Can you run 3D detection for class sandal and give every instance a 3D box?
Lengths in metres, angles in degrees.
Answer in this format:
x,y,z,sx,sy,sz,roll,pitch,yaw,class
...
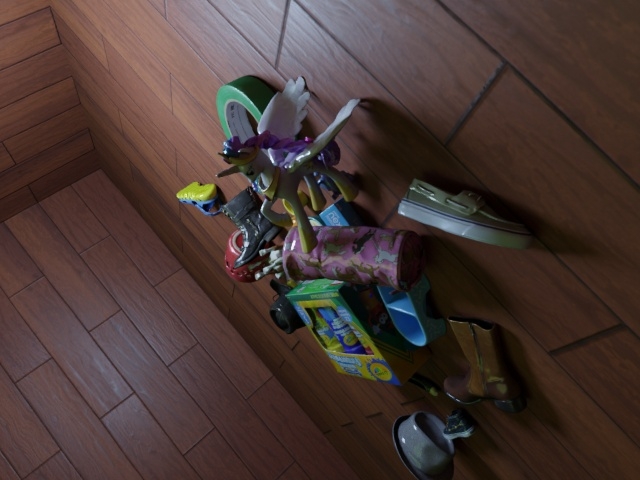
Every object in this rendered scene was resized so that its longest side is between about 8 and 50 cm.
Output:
x,y,z,sx,sy,sz,roll,pitch,yaw,class
-0.543,-0.181,2.357,0.317,0.126,0.138,18,142,53,sandal

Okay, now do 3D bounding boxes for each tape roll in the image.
x,y,z,sx,sy,sz,roll,pitch,yaw,class
-0.192,-0.333,1.584,0.321,0.077,0.321,43,154,27,tape roll

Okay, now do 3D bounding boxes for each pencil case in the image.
x,y,z,sx,sy,sz,roll,pitch,yaw,class
0.081,0.046,1.409,0.386,0.167,0.160,5,167,32,pencil case

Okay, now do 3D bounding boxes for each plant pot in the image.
x,y,z,sx,sy,sz,roll,pitch,yaw,class
-0.305,0.054,2.173,0.191,0.191,0.174,41,148,23,plant pot

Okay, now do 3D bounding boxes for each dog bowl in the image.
x,y,z,sx,sy,sz,roll,pitch,yaw,class
0.256,0.184,1.517,0.166,0.074,0.297,13,134,54,dog bowl

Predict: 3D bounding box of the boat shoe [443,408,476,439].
x,y,z,sx,sy,sz,roll,pitch,yaw,class
0.456,0.622,1.775,0.083,0.065,0.183,56,154,12,boat shoe

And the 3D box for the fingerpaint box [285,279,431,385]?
x,y,z,sx,sy,sz,roll,pitch,yaw,class
0.110,0.287,1.795,0.371,0.163,0.445,56,155,-8,fingerpaint box

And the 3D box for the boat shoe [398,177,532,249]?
x,y,z,sx,sy,sz,roll,pitch,yaw,class
0.298,-0.059,1.096,0.302,0.109,0.094,22,99,36,boat shoe

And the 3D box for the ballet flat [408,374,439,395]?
x,y,z,sx,sy,sz,roll,pitch,yaw,class
0.341,0.501,1.818,0.173,0.049,0.057,20,141,49,ballet flat

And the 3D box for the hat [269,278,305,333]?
x,y,z,sx,sy,sz,roll,pitch,yaw,class
-0.121,0.310,2.157,0.331,0.134,0.331,34,159,15,hat

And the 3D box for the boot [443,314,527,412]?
x,y,z,sx,sy,sz,roll,pitch,yaw,class
0.405,0.333,1.434,0.264,0.096,0.280,2,125,59,boot

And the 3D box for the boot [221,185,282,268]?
x,y,z,sx,sy,sz,roll,pitch,yaw,class
-0.297,-0.049,1.993,0.229,0.263,0.091,45,-177,3,boot

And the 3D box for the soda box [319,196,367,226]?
x,y,z,sx,sy,sz,roll,pitch,yaw,class
0.094,-0.018,1.511,0.071,0.067,0.210,-35,92,41,soda box

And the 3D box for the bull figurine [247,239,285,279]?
x,y,z,sx,sy,sz,roll,pitch,yaw,class
-0.165,0.079,1.994,0.101,0.188,0.310,61,151,13,bull figurine

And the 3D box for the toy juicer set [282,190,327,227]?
x,y,z,sx,sy,sz,roll,pitch,yaw,class
0.000,0.000,1.694,0.329,0.089,0.209,40,152,23,toy juicer set

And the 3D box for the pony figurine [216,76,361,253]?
x,y,z,sx,sy,sz,roll,pitch,yaw,class
-0.054,-0.196,1.301,0.303,0.351,0.363,29,165,47,pony figurine

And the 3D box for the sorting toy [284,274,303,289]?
x,y,z,sx,sy,sz,roll,pitch,yaw,class
-0.076,0.233,2.193,0.208,0.038,0.193,28,146,42,sorting toy

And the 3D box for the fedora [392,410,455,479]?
x,y,z,sx,sy,sz,roll,pitch,yaw,class
0.393,0.725,1.873,0.275,0.243,0.124,55,131,36,fedora
